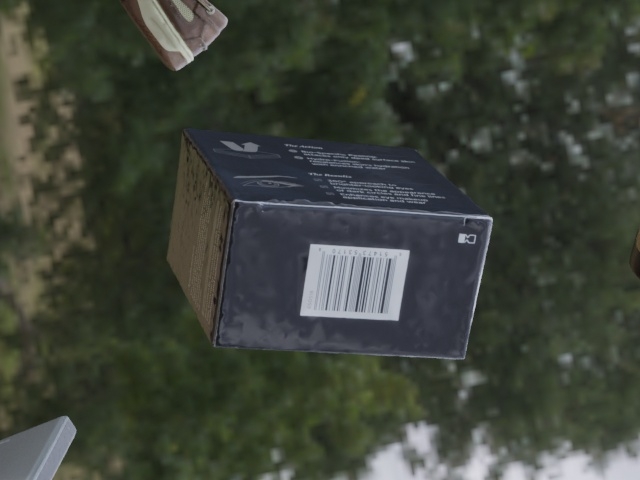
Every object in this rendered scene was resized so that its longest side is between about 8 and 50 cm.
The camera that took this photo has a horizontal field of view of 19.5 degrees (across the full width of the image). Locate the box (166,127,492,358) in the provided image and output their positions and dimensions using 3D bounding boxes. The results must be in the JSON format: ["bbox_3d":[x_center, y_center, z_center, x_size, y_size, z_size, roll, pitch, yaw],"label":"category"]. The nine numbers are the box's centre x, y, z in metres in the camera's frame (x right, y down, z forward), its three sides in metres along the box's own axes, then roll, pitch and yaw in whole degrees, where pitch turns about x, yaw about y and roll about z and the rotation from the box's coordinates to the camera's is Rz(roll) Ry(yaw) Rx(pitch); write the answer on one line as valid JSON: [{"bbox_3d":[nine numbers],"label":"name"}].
[{"bbox_3d":[0.000,0.000,1.121,0.158,0.156,0.093,-127,-136,-66],"label":"box"}]

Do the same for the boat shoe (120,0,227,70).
[{"bbox_3d":[-0.190,-0.304,1.923,0.257,0.095,0.095,55,-3,-10],"label":"boat shoe"}]

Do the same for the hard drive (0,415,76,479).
[{"bbox_3d":[-0.260,0.201,1.527,0.022,0.094,0.135,60,22,-19],"label":"hard drive"}]

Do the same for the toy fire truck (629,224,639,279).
[{"bbox_3d":[0.377,0.013,1.363,0.246,0.217,0.158,33,-48,30],"label":"toy fire truck"}]
